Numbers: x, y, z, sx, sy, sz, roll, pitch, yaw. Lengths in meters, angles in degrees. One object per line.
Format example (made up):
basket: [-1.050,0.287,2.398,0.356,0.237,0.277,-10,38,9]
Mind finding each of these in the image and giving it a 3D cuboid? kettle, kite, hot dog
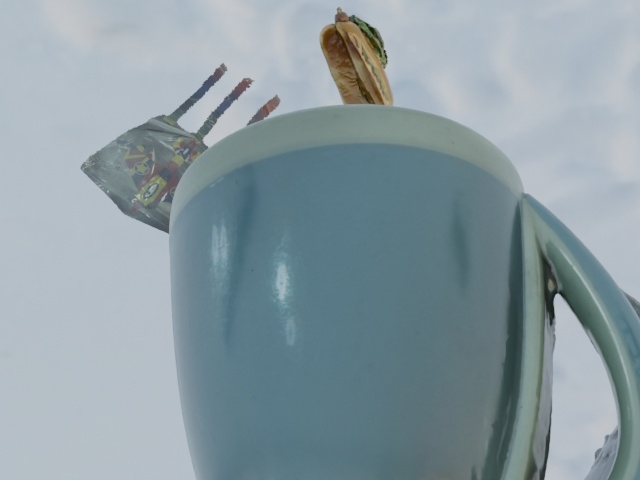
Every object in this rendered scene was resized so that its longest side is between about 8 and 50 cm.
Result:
kettle: [0.064,0.111,1.156,0.319,0.342,0.247,-10,146,9]
kite: [-0.130,-0.099,1.842,0.141,0.245,0.015,36,140,3]
hot dog: [0.037,-0.171,1.735,0.056,0.041,0.133,-2,137,24]

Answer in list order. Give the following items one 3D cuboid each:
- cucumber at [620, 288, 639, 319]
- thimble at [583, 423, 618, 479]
cucumber: [0.335,0.101,1.916,0.112,0.064,0.064,39,165,17]
thimble: [0.316,0.242,1.516,0.205,0.172,0.236,46,161,-32]
